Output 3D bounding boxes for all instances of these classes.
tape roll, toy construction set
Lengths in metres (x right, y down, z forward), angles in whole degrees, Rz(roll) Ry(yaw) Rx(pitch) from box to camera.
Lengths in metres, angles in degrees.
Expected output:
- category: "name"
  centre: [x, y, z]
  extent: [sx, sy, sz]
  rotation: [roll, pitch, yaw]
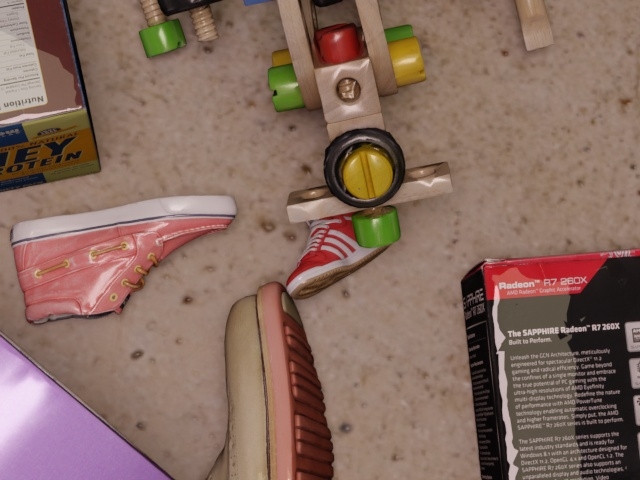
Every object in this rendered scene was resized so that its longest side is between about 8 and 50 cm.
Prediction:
- category: "tape roll"
  centre: [-0.215, 0.122, 0.928]
  extent: [0.275, 0.275, 0.090]
  rotation: [40, 80, 1]
- category: "toy construction set"
  centre: [0.056, -0.133, 1.053]
  extent: [0.308, 0.257, 0.237]
  rotation: [-20, 101, -19]

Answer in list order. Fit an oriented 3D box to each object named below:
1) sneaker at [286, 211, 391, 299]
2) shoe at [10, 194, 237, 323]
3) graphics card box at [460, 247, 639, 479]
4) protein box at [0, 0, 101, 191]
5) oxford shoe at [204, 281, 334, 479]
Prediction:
- category: "sneaker"
  centre: [0.000, 0.000, 1.072]
  extent: [0.118, 0.042, 0.067]
  rotation: [-27, 79, -48]
- category: "shoe"
  centre: [-0.148, 0.015, 1.063]
  extent: [0.178, 0.063, 0.081]
  rotation: [-9, 83, -2]
- category: "graphics card box"
  centre: [0.244, 0.193, 1.061]
  extent: [0.232, 0.094, 0.371]
  rotation: [-4, 81, -8]
- category: "protein box"
  centre: [-0.251, -0.152, 1.006]
  extent: [0.136, 0.200, 0.201]
  rotation: [-12, 83, -8]
- category: "oxford shoe"
  centre: [-0.070, 0.224, 1.003]
  extent: [0.146, 0.140, 0.397]
  rotation: [-4, 71, 14]
